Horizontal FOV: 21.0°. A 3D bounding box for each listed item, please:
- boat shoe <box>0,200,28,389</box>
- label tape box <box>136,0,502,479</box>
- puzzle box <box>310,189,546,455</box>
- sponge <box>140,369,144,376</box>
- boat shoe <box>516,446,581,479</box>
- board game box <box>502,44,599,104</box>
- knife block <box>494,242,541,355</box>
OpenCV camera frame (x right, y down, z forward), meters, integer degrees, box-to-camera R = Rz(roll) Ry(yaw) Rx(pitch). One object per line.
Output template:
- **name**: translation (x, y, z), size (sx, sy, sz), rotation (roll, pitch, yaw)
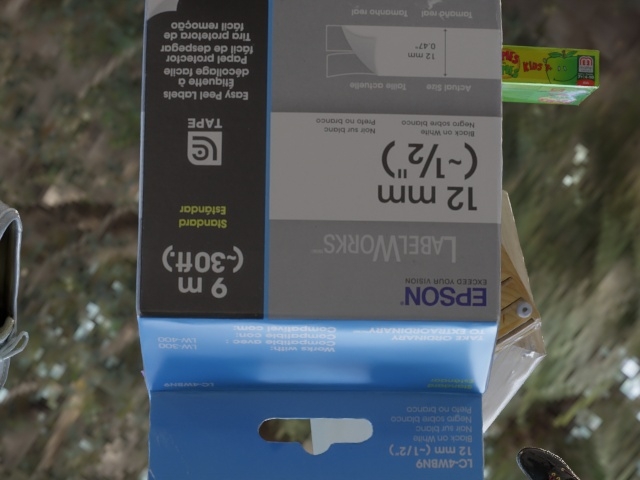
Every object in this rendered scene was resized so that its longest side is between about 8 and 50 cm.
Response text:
- **boat shoe**: translation (-0.423, 0.081, 2.157), size (0.103, 0.320, 0.118), rotation (26, -145, 27)
- **label tape box**: translation (0.000, 0.000, 1.211), size (0.249, 0.347, 0.115), rotation (1, 171, -1)
- **puzzle box**: translation (0.109, 0.162, 1.954), size (0.052, 0.409, 0.272), rotation (19, -143, -20)
- **sponge**: translation (-0.194, 0.180, 2.578), size (0.031, 0.117, 0.210), rotation (58, 165, -10)
- **boat shoe**: translation (0.318, 0.323, 2.301), size (0.133, 0.049, 0.042), rotation (40, -172, 10)
- **board game box**: translation (0.207, -0.183, 1.897), size (0.181, 0.043, 0.092), rotation (3, 172, -5)
- **knife block**: translation (0.075, -0.036, 1.593), size (0.275, 0.088, 0.242), rotation (60, 175, -19)
